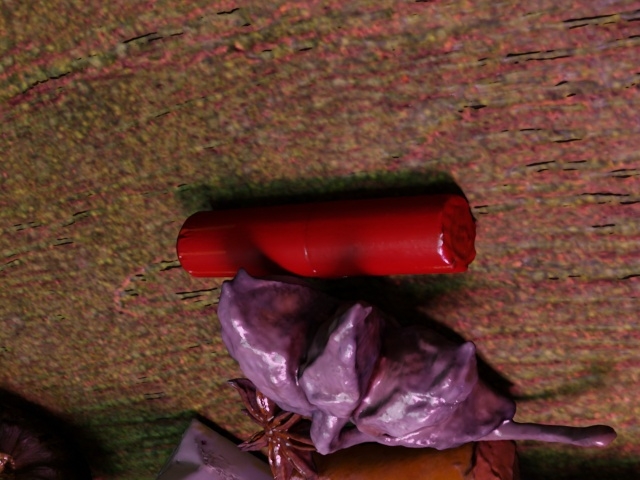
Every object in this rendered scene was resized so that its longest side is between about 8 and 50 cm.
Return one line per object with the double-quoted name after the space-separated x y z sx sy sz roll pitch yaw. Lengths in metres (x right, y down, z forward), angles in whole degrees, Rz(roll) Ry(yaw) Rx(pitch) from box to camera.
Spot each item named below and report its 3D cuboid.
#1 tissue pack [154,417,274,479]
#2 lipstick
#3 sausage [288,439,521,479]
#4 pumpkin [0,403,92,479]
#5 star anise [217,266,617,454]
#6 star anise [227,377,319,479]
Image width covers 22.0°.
-0.049 0.408 1.718 0.388 0.287 0.162 32 137 1 "tissue pack"
0.001 -0.001 1.463 0.279 0.073 0.073 -2 128 33 "lipstick"
0.070 0.246 1.633 0.270 0.109 0.109 -11 123 41 "sausage"
-0.363 0.289 1.844 0.238 0.238 0.159 33 134 -1 "pumpkin"
0.041 0.127 1.477 0.316 0.139 0.359 23 167 -34 "star anise"
-0.038 0.188 1.641 0.141 0.042 0.141 32 135 39 "star anise"
